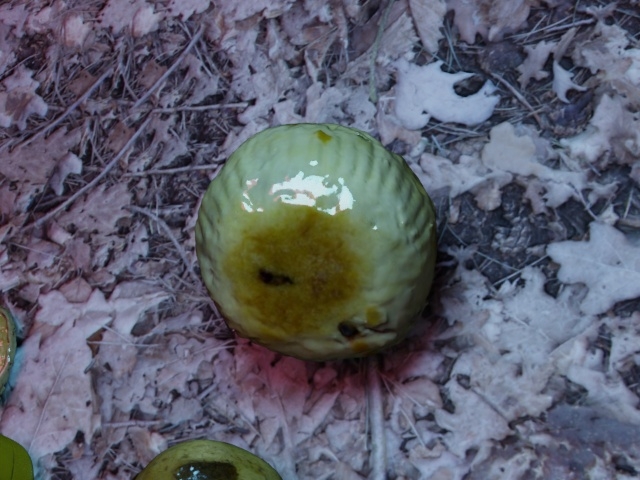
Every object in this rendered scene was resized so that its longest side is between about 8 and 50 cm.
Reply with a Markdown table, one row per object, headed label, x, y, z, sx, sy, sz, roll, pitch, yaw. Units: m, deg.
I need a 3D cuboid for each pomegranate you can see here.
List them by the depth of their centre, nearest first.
| label | x | y | z | sx | sy | sz | roll | pitch | yaw |
| --- | --- | --- | --- | --- | --- | --- | --- | --- | --- |
| pomegranate | -0.175 | 0.426 | 1.594 | 0.281 | 0.281 | 0.281 | -9 | 63 | 19 |

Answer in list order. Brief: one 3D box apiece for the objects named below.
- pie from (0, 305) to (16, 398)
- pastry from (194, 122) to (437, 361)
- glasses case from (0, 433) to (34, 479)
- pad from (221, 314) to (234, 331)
| label | x | y | z | sx | sy | sz | roll | pitch | yaw |
| --- | --- | --- | --- | --- | --- | --- | --- | --- | --- |
| pie | -0.682 | 0.227 | 2.031 | 0.274 | 0.055 | 0.274 | -9 | 63 | 19 |
| pastry | 0.000 | 0.000 | 1.687 | 0.388 | 0.389 | 0.313 | -16 | 21 | 15 |
| glasses case | -0.607 | 0.504 | 1.816 | 0.173 | 0.141 | 0.371 | 13 | 71 | 44 |
| pad | -0.097 | 0.051 | 1.898 | 0.211 | 0.003 | 0.143 | -32 | 58 | 5 |
